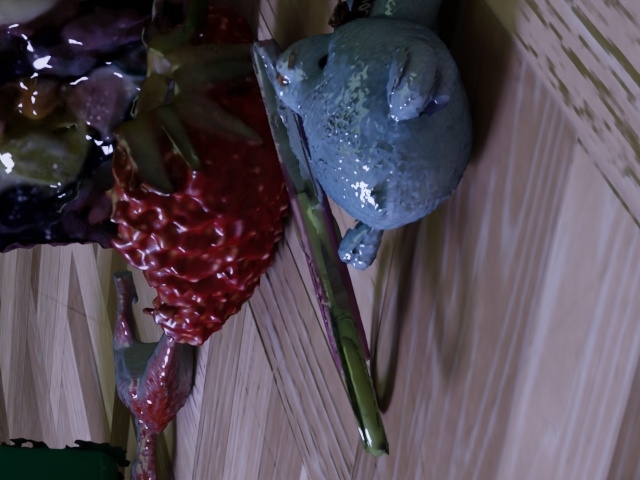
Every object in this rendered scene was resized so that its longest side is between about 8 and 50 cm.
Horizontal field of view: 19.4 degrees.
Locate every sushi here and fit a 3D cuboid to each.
[{"bbox_3d":[-0.186,-0.107,1.181,0.171,0.270,0.236,-113,14,-48],"label":"sushi"}]

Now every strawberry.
[{"bbox_3d":[-0.049,-0.034,1.062,0.208,0.087,0.167,66,-145,-60],"label":"strawberry"}]

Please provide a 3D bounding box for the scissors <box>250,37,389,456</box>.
[{"bbox_3d":[0.000,0.000,0.834,0.133,0.020,0.187,-112,6,-85],"label":"scissors"}]

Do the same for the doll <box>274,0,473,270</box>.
[{"bbox_3d":[0.016,-0.082,0.787,0.120,0.075,0.179,104,160,-48],"label":"doll"}]

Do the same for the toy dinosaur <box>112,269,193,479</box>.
[{"bbox_3d":[-0.116,0.098,1.332,0.242,0.053,0.167,148,120,-72],"label":"toy dinosaur"}]

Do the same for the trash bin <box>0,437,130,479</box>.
[{"bbox_3d":[-0.255,0.372,1.506,0.381,0.259,0.295,-95,14,-46],"label":"trash bin"}]
